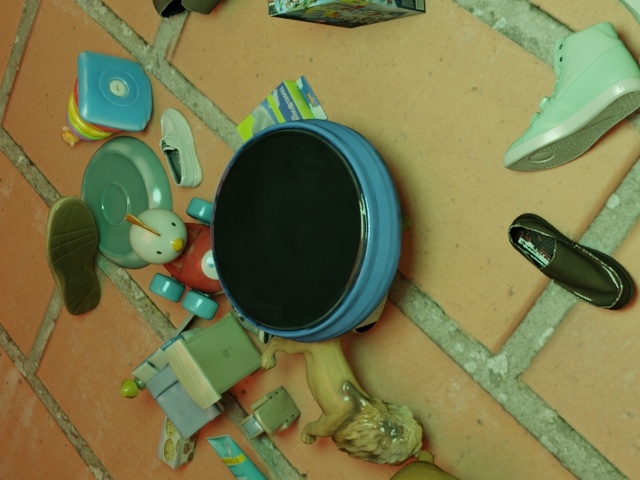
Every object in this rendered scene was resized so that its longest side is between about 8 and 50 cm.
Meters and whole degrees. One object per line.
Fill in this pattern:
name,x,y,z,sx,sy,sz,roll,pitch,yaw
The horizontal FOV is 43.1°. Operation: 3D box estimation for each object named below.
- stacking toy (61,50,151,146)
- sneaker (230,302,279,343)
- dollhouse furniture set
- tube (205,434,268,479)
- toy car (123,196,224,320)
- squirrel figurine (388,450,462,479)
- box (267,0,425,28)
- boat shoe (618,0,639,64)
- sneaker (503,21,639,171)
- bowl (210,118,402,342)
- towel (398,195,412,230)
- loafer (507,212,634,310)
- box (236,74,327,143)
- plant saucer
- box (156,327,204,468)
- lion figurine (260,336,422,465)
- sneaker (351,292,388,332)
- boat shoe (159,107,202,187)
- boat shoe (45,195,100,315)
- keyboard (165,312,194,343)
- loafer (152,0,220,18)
stacking toy,-0.526,-0.288,1.868,0.302,0.165,0.175,-26,65,48
sneaker,-0.132,0.087,1.640,0.132,0.086,0.229,21,110,37
dollhouse furniture set,-0.264,0.341,1.647,0.303,0.198,0.286,-38,84,26
tube,-0.153,0.477,1.672,0.080,0.052,0.207,-22,110,39
toy car,-0.286,0.008,1.605,0.210,0.238,0.219,22,84,37
squirrel figurine,0.162,0.548,1.334,0.397,0.281,0.370,-18,97,48
box,0.046,-0.395,1.340,0.159,0.233,0.044,0,97,37
boat shoe,0.482,-0.260,1.095,0.302,0.113,0.103,49,115,21
sneaker,0.365,-0.214,1.221,0.256,0.094,0.151,-39,53,46
bowl,-0.041,-0.018,1.397,0.391,0.077,0.391,-1,89,39
towel,0.127,-0.052,1.466,0.060,0.009,0.083,-33,77,35
loafer,0.372,0.038,1.244,0.220,0.078,0.080,35,116,29
box,-0.078,-0.228,1.581,0.178,0.042,0.109,-38,73,36
plant saucer,-0.471,-0.087,1.906,0.317,0.043,0.318,6,100,38
box,-0.301,0.356,1.819,0.067,0.063,0.324,26,111,30
lion figurine,0.019,0.243,1.475,0.392,0.142,0.240,57,145,-3
sneaker,0.000,0.000,1.510,0.236,0.130,0.323,4,102,46
boat shoe,-0.316,-0.200,1.755,0.066,0.063,0.184,-18,85,38
boat shoe,-0.606,0.026,1.936,0.110,0.121,0.341,43,139,37
keyboard,-0.294,0.175,1.788,0.014,0.072,0.256,38,121,-3
loafer,-0.212,-0.515,1.604,0.366,0.134,0.130,3,102,47
